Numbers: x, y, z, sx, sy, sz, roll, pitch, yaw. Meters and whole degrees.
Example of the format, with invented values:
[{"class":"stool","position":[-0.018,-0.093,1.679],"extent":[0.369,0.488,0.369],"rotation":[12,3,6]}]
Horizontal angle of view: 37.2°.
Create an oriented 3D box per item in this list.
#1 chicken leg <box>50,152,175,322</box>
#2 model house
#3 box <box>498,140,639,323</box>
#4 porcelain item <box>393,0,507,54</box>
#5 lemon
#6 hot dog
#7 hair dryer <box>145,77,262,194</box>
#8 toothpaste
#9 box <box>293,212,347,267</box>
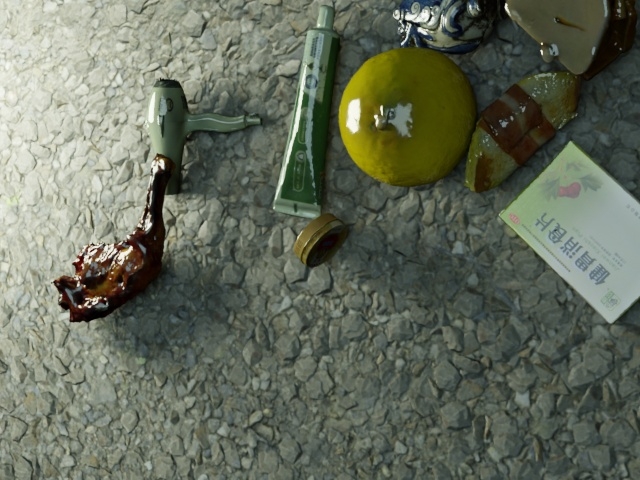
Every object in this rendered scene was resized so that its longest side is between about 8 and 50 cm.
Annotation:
[{"class":"chicken leg","position":[-0.376,0.014,1.864],"extent":[0.158,0.096,0.407],"rotation":[40,110,6]},{"class":"model house","position":[0.417,-0.389,1.498],"extent":[0.199,0.229,0.220],"rotation":[41,122,19]},{"class":"box","position":[0.450,-0.014,1.571],"extent":[0.260,0.062,0.175],"rotation":[46,105,14]},{"class":"porcelain item","position":[0.219,-0.463,1.637],"extent":[0.186,0.138,0.288],"rotation":[2,95,38]},{"class":"lemon","position":[0.142,-0.208,1.608],"extent":[0.240,0.219,0.241],"rotation":[2,95,21]},{"class":"hot dog","position":[0.325,-0.193,1.592],"extent":[0.261,0.123,0.093],"rotation":[-40,40,0]},{"class":"hair dryer","position":[-0.248,-0.181,1.849],"extent":[0.224,0.088,0.219],"rotation":[23,105,5]},{"class":"toothpaste","position":[-0.014,-0.237,1.755],"extent":[0.098,0.061,0.392],"rotation":[11,97,21]},{"class":"box","position":[0.000,0.000,1.722],"extent":[0.037,0.105,0.105],"rotation":[44,105,23]}]
